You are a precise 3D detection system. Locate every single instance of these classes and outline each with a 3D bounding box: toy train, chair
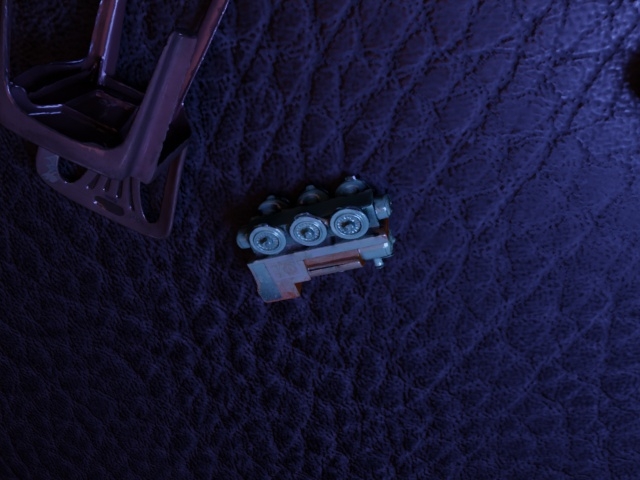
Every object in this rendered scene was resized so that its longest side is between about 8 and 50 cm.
[{"bbox_3d":[0.000,0.000,0.709,0.176,0.074,0.118,-11,127,14],"label":"toy train"},{"bbox_3d":[-0.215,-0.109,0.624,0.176,0.183,0.326,25,122,-2],"label":"chair"}]
